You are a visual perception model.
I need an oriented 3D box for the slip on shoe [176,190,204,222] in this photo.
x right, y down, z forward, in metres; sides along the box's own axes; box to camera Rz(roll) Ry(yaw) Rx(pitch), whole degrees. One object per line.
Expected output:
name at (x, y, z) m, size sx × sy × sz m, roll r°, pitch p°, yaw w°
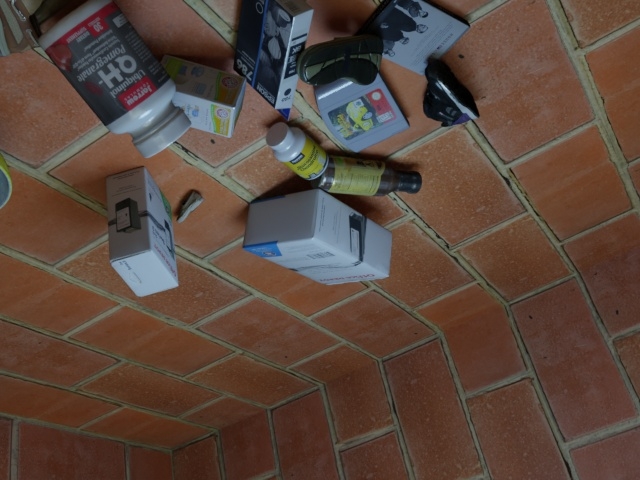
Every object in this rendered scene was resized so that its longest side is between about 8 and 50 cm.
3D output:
slip on shoe at (-0.396, -0.100, 2.103) m, size 0.041 × 0.051 × 0.135 m, roll 45°, pitch 134°, yaw -9°

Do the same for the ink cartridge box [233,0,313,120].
ink cartridge box at (-0.117, -0.424, 1.595) m, size 0.065 × 0.165 × 0.332 m, roll -33°, pitch 157°, yaw -30°

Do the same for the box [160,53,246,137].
box at (-0.287, -0.337, 1.653) m, size 0.203 × 0.114 × 0.103 m, roll 16°, pitch 143°, yaw -2°

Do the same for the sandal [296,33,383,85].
sandal at (0.046, -0.425, 1.631) m, size 0.303 × 0.086 × 0.120 m, roll -15°, pitch 127°, yaw -46°

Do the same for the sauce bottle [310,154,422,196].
sauce bottle at (0.140, -0.187, 2.106) m, size 0.345 × 0.111 × 0.111 m, roll 3°, pitch 144°, yaw -27°

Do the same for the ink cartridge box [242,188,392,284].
ink cartridge box at (0.000, 0.000, 2.205) m, size 0.286 × 0.166 × 0.395 m, roll -8°, pitch 156°, yaw 38°

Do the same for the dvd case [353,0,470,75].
dvd case at (0.224, -0.507, 1.724) m, size 0.239 × 0.029 × 0.179 m, roll 13°, pitch 139°, yaw -36°

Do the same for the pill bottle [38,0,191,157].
pill bottle at (-0.420, -0.338, 1.486) m, size 0.176 × 0.176 × 0.318 m, roll -28°, pitch 113°, yaw 21°

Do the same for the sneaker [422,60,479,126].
sneaker at (0.322, -0.371, 1.884) m, size 0.124 × 0.107 × 0.283 m, roll -23°, pitch 154°, yaw 25°

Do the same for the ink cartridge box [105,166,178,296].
ink cartridge box at (-0.492, -0.021, 1.952) m, size 0.122 × 0.289 × 0.211 m, roll -15°, pitch 148°, yaw 3°

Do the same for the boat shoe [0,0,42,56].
boat shoe at (-0.602, -0.493, 1.369) m, size 0.117 × 0.123 × 0.324 m, roll -7°, pitch 156°, yaw -17°

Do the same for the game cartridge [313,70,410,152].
game cartridge at (0.105, -0.352, 1.897) m, size 0.196 × 0.060 × 0.294 m, roll -21°, pitch 147°, yaw 18°

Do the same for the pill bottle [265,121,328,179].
pill bottle at (-0.066, -0.248, 1.939) m, size 0.103 × 0.103 × 0.184 m, roll -29°, pitch 145°, yaw 22°

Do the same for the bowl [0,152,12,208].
bowl at (-0.887, -0.189, 1.673) m, size 0.290 × 0.156 × 0.289 m, roll -10°, pitch 148°, yaw -6°
